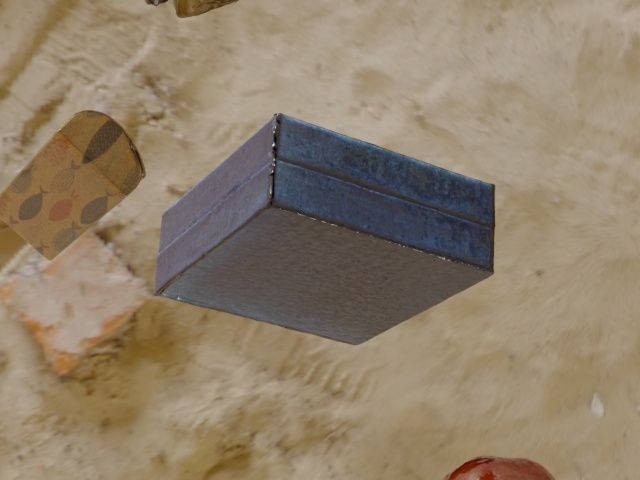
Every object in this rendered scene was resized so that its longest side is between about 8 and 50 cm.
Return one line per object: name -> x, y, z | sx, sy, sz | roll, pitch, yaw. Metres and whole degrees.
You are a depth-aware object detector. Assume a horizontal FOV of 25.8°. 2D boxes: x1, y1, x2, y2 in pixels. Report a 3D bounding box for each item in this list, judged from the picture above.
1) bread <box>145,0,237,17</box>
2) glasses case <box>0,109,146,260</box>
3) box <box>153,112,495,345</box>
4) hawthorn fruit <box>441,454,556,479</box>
bread -> -0.020, -0.322, 0.991 | 0.167, 0.324, 0.277 | 47, 139, 15
glasses case -> -0.180, -0.039, 0.998 | 0.064, 0.170, 0.041 | 43, 58, -10
box -> 0.000, 0.000, 1.473 | 0.261, 0.279, 0.116 | 15, 62, -26
hawthorn fruit -> 0.139, 0.236, 1.110 | 0.132, 0.133, 0.138 | -8, 55, 12
